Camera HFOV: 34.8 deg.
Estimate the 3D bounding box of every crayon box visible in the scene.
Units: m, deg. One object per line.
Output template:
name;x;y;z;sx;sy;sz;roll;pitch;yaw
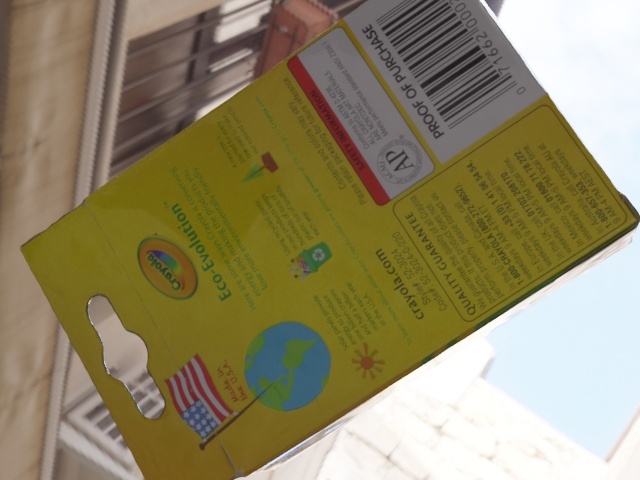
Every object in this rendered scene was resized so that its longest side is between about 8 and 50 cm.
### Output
crayon box;0.000;0.000;0.622;0.318;0.081;0.202;-33;-104;6
